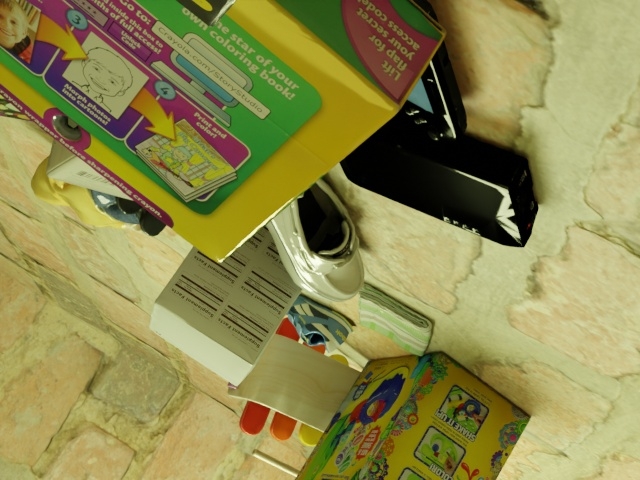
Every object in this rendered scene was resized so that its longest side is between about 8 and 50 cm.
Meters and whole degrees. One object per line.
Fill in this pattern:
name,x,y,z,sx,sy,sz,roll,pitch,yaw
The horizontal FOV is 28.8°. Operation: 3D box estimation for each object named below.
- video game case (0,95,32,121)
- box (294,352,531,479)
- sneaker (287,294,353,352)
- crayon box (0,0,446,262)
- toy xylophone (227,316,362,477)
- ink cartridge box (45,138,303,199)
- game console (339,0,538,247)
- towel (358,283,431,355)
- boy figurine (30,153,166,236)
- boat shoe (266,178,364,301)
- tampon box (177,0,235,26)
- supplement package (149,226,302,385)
video game case,-0.327,-0.187,1.496,0.210,0.042,0.232,9,169,-17
box,0.120,0.335,1.862,0.177,0.279,0.290,36,162,-11
sneaker,-0.021,0.125,1.910,0.144,0.059,0.053,23,162,32
crayon box,-0.134,-0.178,0.994,0.363,0.106,0.313,39,143,-10
toy xylophone,-0.004,0.282,2.025,0.322,0.236,0.081,35,161,-16
ink cartridge box,-0.149,-0.109,1.312,0.207,0.117,0.283,16,169,-23
game console,0.074,-0.121,1.109,0.213,0.044,0.361,23,160,28
towel,0.100,0.117,1.737,0.113,0.023,0.152,30,163,11
boy figurine,-0.334,-0.074,1.875,0.285,0.092,0.177,15,155,47
boat shoe,0.000,0.000,1.479,0.084,0.095,0.258,24,162,40
tampon box,-0.062,-0.246,0.804,0.120,0.161,0.101,37,158,-12
supplement package,-0.105,0.057,1.636,0.149,0.203,0.194,33,163,0
